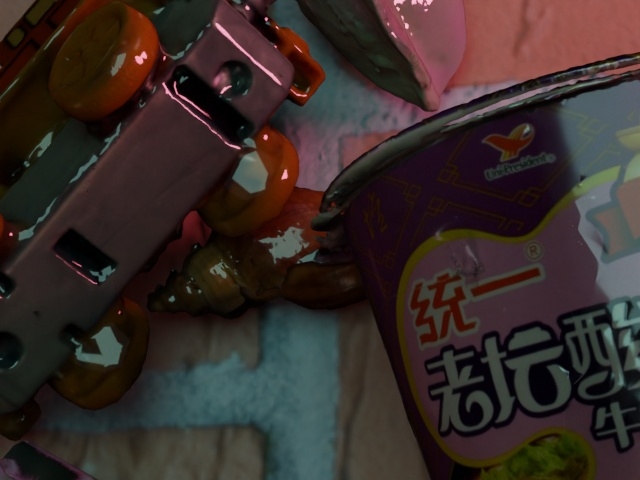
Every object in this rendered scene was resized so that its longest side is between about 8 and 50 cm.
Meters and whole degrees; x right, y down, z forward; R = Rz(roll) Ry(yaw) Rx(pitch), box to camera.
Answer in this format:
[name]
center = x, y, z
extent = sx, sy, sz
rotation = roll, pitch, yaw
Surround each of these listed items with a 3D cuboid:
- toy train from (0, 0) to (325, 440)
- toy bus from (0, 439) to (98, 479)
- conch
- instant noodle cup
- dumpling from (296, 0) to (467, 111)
[toy train]
center = -0.153, -0.055, 1.000
extent = 0.369, 0.163, 0.231
rotation = -50, 32, -1
[toy bus]
center = -0.221, 0.251, 0.937
extent = 0.112, 0.090, 0.274
rotation = 34, 74, 30
[conch]
center = -0.002, 0.002, 1.014
extent = 0.232, 0.080, 0.086
rotation = -9, 81, 6
[instant noodle cup]
center = 0.183, 0.075, 0.840
extent = 0.340, 0.340, 0.266
rotation = -12, 76, 4
[dumpling]
center = 0.020, -0.185, 1.065
extent = 0.105, 0.149, 0.217
rotation = -41, 68, 35
